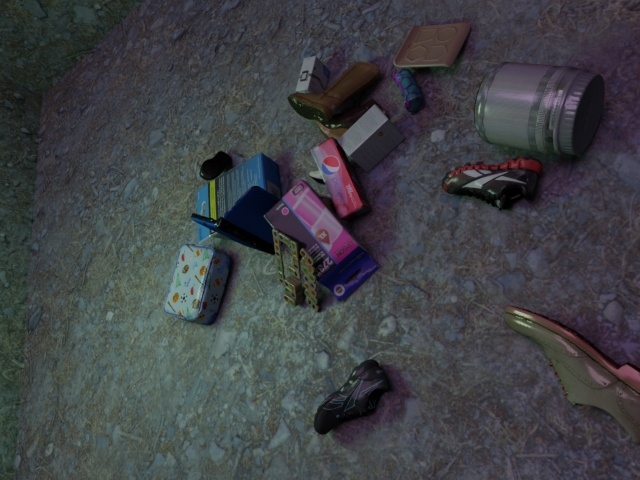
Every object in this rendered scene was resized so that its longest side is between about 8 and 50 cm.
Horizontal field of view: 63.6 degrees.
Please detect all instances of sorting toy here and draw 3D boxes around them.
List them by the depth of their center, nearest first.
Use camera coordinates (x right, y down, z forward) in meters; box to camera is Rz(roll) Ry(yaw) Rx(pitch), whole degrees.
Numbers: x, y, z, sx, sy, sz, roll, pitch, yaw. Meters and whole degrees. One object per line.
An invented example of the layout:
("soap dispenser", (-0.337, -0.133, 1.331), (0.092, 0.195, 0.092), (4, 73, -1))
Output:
("sorting toy", (0.371, -0.643, 1.718), (0.208, 0.038, 0.193), (15, 68, 34))

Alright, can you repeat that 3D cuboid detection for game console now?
("game console", (-0.247, -0.078, 1.782), (0.250, 0.293, 0.173), (16, 80, 39))

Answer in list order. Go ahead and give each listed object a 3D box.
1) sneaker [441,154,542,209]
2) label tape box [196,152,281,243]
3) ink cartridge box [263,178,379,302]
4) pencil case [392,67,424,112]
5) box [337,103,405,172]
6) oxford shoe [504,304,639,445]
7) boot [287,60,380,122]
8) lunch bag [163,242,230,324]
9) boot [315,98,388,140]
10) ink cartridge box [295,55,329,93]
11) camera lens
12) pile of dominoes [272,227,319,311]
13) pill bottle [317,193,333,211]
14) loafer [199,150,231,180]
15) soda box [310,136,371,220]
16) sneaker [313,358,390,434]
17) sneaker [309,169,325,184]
("sneaker", (0.464, -0.148, 1.425), (0.276, 0.097, 0.135), (-4, 67, 33))
("label tape box", (-0.314, -0.143, 1.975), (0.347, 0.115, 0.249), (-25, 57, 28))
("ink cartridge box", (0.000, 0.000, 1.628), (0.175, 0.069, 0.371), (-43, 79, 10))
("pencil case", (0.291, -0.499, 1.711), (0.064, 0.070, 0.152), (118, 145, -50))
("box", (0.166, -0.332, 1.693), (0.170, 0.130, 0.091), (-42, 52, 14))
("oxford shoe", (0.565, 0.284, 1.156), (0.397, 0.140, 0.147), (37, 102, 41))
("boot", (0.046, -0.541, 1.851), (0.236, 0.089, 0.269), (32, 70, 37))
("lunch bag", (-0.473, 0.156, 1.968), (0.243, 0.115, 0.304), (6, 76, 39))
("boot", (0.104, -0.429, 1.829), (0.206, 0.090, 0.248), (-38, 48, 0))
("ink cartridge box", (-0.032, -0.588, 1.957), (0.060, 0.104, 0.180), (3, 74, 35))
("camera lens", (0.562, -0.347, 1.357), (0.274, 0.219, 0.220), (22, 85, 40))
("pile of dominoes", (-0.089, 0.106, 1.645), (0.040, 0.251, 0.196), (-32, 45, -31))
("pill bottle", (-0.015, -0.055, 1.728), (0.103, 0.103, 0.184), (-5, 69, 34))
("loafer", (-0.429, -0.288, 2.098), (0.078, 0.080, 0.220), (-54, 3, 31))
("soda box", (0.065, -0.199, 1.692), (0.092, 0.083, 0.263), (-28, 75, 19))
("sneaker", (0.085, 0.459, 1.450), (0.267, 0.101, 0.106), (-50, 54, 9))
("sneaker", (0.037, -0.234, 1.796), (0.161, 0.057, 0.075), (14, 78, 34))
